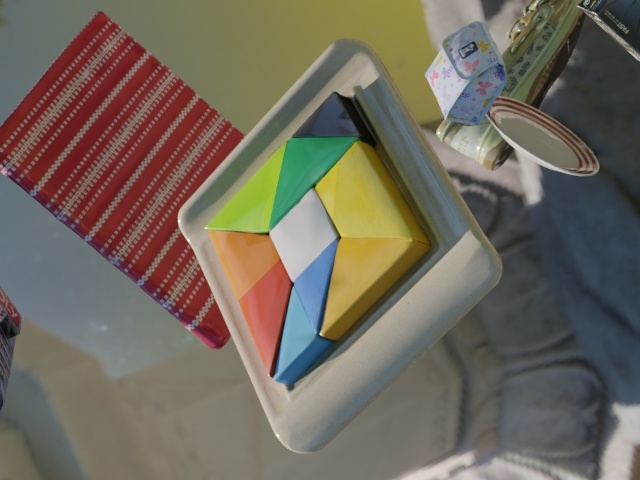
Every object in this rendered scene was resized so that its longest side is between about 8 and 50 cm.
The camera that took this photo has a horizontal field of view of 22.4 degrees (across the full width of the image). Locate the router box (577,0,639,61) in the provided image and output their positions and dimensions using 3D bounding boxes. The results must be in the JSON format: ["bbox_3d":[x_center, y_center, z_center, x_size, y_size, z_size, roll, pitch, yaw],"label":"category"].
[{"bbox_3d":[0.349,-0.256,1.755,0.092,0.122,0.038,-55,36,3],"label":"router box"}]

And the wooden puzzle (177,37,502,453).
[{"bbox_3d":[0.000,0.000,1.183,0.221,0.044,0.238,-46,54,23],"label":"wooden puzzle"}]

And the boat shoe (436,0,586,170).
[{"bbox_3d":[0.245,-0.222,1.963,0.089,0.285,0.104,28,162,14],"label":"boat shoe"}]

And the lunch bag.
[{"bbox_3d":[0.147,-0.169,1.610,0.083,0.053,0.071,-55,39,37],"label":"lunch bag"}]

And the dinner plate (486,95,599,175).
[{"bbox_3d":[0.226,-0.106,1.686,0.141,0.141,0.017,44,117,25],"label":"dinner plate"}]

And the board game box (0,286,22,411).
[{"bbox_3d":[-0.335,0.038,1.475,0.060,0.194,0.194,-29,116,10],"label":"board game box"}]

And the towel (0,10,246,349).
[{"bbox_3d":[-0.146,-0.053,1.442,0.275,0.199,0.031,41,143,-13],"label":"towel"}]
